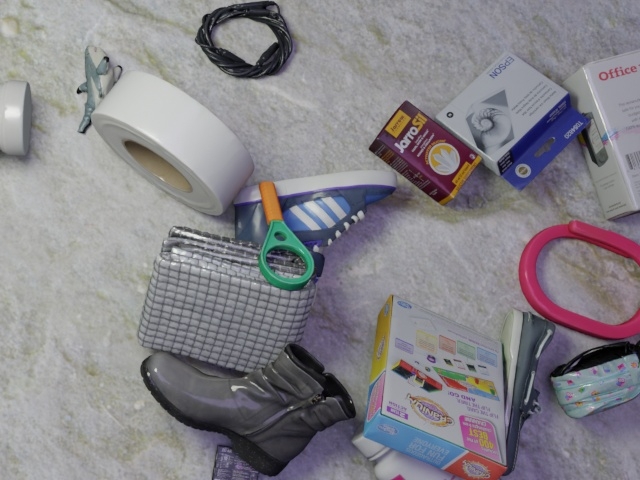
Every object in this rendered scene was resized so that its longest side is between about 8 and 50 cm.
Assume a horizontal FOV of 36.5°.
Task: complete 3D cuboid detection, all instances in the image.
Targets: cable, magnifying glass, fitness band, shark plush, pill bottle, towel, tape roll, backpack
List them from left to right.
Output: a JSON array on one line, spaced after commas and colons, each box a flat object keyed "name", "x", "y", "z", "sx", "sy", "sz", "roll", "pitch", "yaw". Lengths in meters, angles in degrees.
[{"name": "pill bottle", "x": -0.653, "y": -0.222, "z": 1.685, "sx": 0.278, "sy": 0.162, "sz": 0.162, "roll": 2, "pitch": 80, "yaw": -11}, {"name": "shark plush", "x": -0.423, "y": -0.280, "z": 1.811, "sx": 0.067, "sy": 0.073, "sz": 0.161, "roll": 13, "pitch": 99, "yaw": 11}, {"name": "tape roll", "x": -0.257, "y": -0.166, "z": 1.690, "sx": 0.286, "sy": 0.286, "sz": 0.100, "roll": 35, "pitch": 75, "yaw": -4}, {"name": "towel", "x": -0.163, "y": 0.109, "z": 1.692, "sx": 0.283, "sy": 0.235, "sz": 0.121, "roll": 14, "pitch": 39, "yaw": -6}, {"name": "cable", "x": -0.150, "y": -0.385, "z": 1.873, "sx": 0.184, "sy": 0.047, "sz": 0.151, "roll": -11, "pitch": 88, "yaw": -15}, {"name": "magnifying glass", "x": -0.070, "y": -0.011, "z": 1.650, "sx": 0.092, "sy": 0.026, "sz": 0.231, "roll": 1, "pitch": 47, "yaw": -20}, {"name": "pill bottle", "x": 0.199, "y": 0.416, "z": 1.745, "sx": 0.160, "sy": 0.160, "sz": 0.283, "roll": -44, "pitch": 90, "yaw": -14}, {"name": "fitness band", "x": 0.534, "y": 0.080, "z": 1.924, "sx": 0.291, "sy": 0.054, "sz": 0.209, "roll": 20, "pitch": 80, "yaw": -6}, {"name": "backpack", "x": 0.533, "y": 0.264, "z": 1.846, "sx": 0.182, "sy": 0.152, "sz": 0.115, "roll": -19, "pitch": 76, "yaw": -1}]

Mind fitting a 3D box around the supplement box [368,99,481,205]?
[{"name": "supplement box", "x": 0.202, "y": -0.169, "z": 1.882, "sx": 0.188, "sy": 0.081, "sz": 0.104, "roll": 37, "pitch": 76, "yaw": -3}]

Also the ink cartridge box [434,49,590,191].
[{"name": "ink cartridge box", "x": 0.378, "y": -0.239, "z": 1.906, "sx": 0.224, "sy": 0.045, "sz": 0.223, "roll": 40, "pitch": 75, "yaw": 20}]

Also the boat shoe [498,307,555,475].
[{"name": "boat shoe", "x": 0.380, "y": 0.290, "z": 1.825, "sx": 0.099, "sy": 0.116, "sz": 0.319, "roll": 12, "pitch": 74, "yaw": -5}]

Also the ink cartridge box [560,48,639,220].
[{"name": "ink cartridge box", "x": 0.648, "y": -0.218, "z": 1.951, "sx": 0.226, "sy": 0.131, "sz": 0.306, "roll": -15, "pitch": 83, "yaw": -12}]

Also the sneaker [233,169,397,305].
[{"name": "sneaker", "x": 0.000, "y": 0.000, "z": 1.802, "sx": 0.322, "sy": 0.130, "sz": 0.236, "roll": -8, "pitch": 90, "yaw": -15}]

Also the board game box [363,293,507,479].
[{"name": "board game box", "x": 0.208, "y": 0.258, "z": 1.719, "sx": 0.242, "sy": 0.064, "sz": 0.316, "roll": 24, "pitch": 35, "yaw": -8}]

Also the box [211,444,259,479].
[{"name": "box", "x": -0.150, "y": 0.408, "z": 1.751, "sx": 0.083, "sy": 0.018, "sz": 0.067, "roll": 10, "pitch": 79, "yaw": -9}]

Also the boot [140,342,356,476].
[{"name": "boot", "x": -0.119, "y": 0.244, "z": 1.667, "sx": 0.338, "sy": 0.118, "sz": 0.223, "roll": 36, "pitch": 114, "yaw": -22}]
